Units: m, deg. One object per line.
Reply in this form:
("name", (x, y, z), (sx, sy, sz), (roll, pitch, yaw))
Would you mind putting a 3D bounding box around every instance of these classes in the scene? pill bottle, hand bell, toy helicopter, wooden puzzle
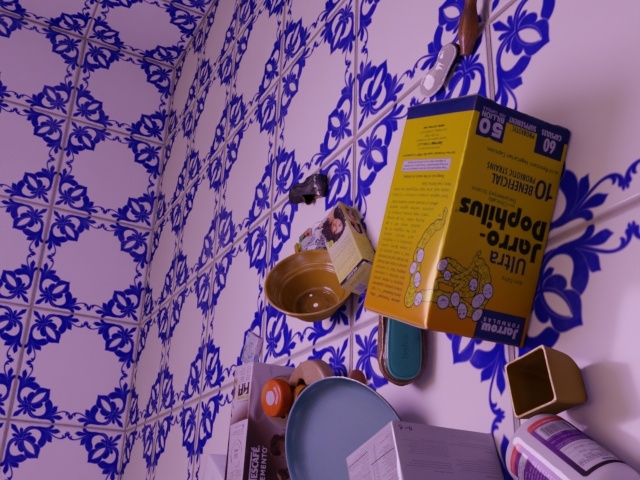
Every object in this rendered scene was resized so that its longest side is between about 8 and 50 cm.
("pill bottle", (0.330, 0.307, 0.885), (0.193, 0.108, 0.108), (36, 110, 63))
("hand bell", (0.295, -0.487, 1.391), (0.126, 0.126, 0.242), (-160, 73, -65))
("toy helicopter", (0.015, 0.421, 1.500), (0.235, 0.140, 0.355), (-38, 55, 40))
("wooden puzzle", (-0.044, 0.011, 1.912), (0.116, 0.014, 0.079), (-48, 37, 44))

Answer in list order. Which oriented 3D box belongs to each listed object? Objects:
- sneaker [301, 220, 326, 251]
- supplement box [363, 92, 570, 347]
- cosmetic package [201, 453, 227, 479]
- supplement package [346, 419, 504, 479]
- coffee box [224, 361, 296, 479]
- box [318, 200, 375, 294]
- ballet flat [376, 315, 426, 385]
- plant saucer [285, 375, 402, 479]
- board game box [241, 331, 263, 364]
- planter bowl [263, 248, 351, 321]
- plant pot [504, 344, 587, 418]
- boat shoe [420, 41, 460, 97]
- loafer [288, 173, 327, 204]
("sneaker", (0.000, 0.000, 1.797), (0.135, 0.052, 0.058), (-54, 45, 47))
("supplement box", (0.233, -0.029, 1.154), (0.195, 0.194, 0.357), (10, 87, 65))
("cosmetic package", (-0.205, 0.642, 1.765), (0.183, 0.151, 0.152), (24, 100, 65))
("supplement package", (0.167, 0.404, 1.070), (0.149, 0.194, 0.203), (-53, 33, 41))
("coffee box", (-0.120, 0.449, 1.670), (0.119, 0.168, 0.297), (-31, 50, 56))
("box", (0.064, 0.014, 1.623), (0.087, 0.058, 0.232), (-51, 34, 22))
("ballet flat", (0.159, 0.106, 1.368), (0.124, 0.116, 0.343), (128, 147, -76))
("plant saucer", (0.060, 0.411, 1.339), (0.317, 0.043, 0.318), (3, 95, 41))
("board game box", (-0.199, 0.318, 2.068), (0.090, 0.020, 0.090), (16, 92, 65))
("planter bowl", (-0.017, 0.124, 1.657), (0.217, 0.217, 0.090), (-111, 7, -50))
("plant pot", (0.320, 0.202, 0.987), (0.081, 0.083, 0.081), (-45, 39, 47))
("boat shoe", (0.248, -0.351, 1.467), (0.046, 0.038, 0.125), (37, 126, 18))
("loafer", (-0.039, -0.124, 1.918), (0.170, 0.062, 0.061), (-32, 55, 58))
